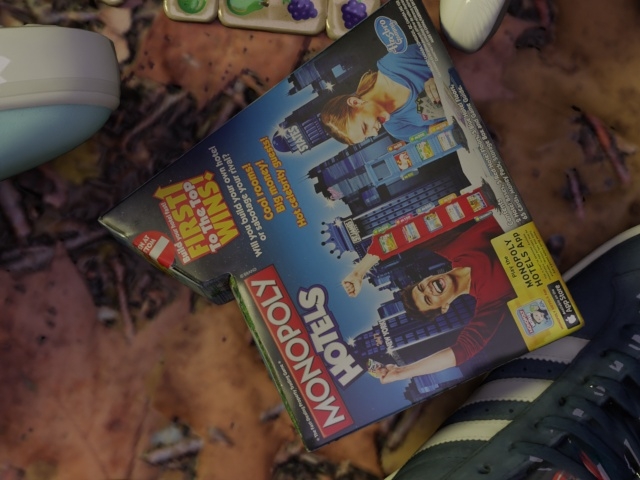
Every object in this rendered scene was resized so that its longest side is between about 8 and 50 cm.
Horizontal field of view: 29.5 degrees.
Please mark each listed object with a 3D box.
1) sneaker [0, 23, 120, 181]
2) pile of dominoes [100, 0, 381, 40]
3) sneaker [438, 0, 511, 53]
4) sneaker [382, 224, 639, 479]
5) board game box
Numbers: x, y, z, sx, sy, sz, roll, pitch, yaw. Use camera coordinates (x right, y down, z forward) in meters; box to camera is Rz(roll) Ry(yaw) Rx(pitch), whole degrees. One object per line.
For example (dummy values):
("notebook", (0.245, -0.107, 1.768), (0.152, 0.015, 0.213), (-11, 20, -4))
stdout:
("sneaker", (-0.251, 0.014, 0.572), (0.366, 0.135, 0.150), (-19, 92, 5))
("pile of dominoes", (-0.055, -0.239, 0.638), (0.196, 0.040, 0.251), (4, 88, -6))
("sneaker", (0.077, -0.203, 0.640), (0.094, 0.080, 0.212), (14, 79, 2))
("sneaker", (0.118, 0.118, 0.593), (0.350, 0.148, 0.131), (-44, 93, -5))
("board game box", (0.000, 0.000, 0.612), (0.194, 0.060, 0.194), (-24, 76, -2))
